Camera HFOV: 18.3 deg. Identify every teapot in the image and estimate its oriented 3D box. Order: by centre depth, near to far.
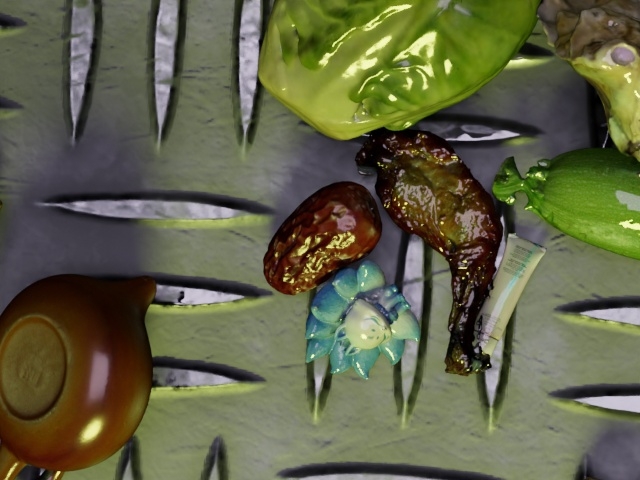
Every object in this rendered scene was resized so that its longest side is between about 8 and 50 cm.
[{"bbox_3d":[-0.223,0.140,1.805,0.178,0.135,0.252,40,110,41],"label":"teapot"}]

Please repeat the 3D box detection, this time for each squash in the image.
[{"bbox_3d":[0.342,-0.020,1.776,0.378,0.101,0.101,13,85,8],"label":"squash"}]

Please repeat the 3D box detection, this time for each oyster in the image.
[{"bbox_3d":[0.296,-0.177,1.706,0.115,0.351,0.238,-37,86,33],"label":"oyster"}]

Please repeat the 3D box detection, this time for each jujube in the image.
[{"bbox_3d":[0.000,0.000,1.810,0.129,0.077,0.077,-41,81,28],"label":"jujube"}]

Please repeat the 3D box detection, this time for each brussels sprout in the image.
[{"bbox_3d":[0.062,-0.206,1.768,0.219,0.210,0.271,45,102,0],"label":"brussels sprout"}]

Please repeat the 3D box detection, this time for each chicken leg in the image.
[{"bbox_3d":[0.115,-0.001,1.810,0.106,0.051,0.253,-21,75,2],"label":"chicken leg"}]

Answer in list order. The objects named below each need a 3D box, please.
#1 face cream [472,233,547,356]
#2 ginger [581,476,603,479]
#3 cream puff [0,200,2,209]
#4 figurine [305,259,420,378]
[{"bbox_3d":[0.168,0.050,1.822,0.038,0.020,0.115,24,86,13],"label":"face cream"},{"bbox_3d":[0.315,0.237,1.760,0.204,0.080,0.104,-20,77,5],"label":"ginger"},{"bbox_3d":[-0.408,-0.067,1.816,0.194,0.195,0.221,-15,78,3],"label":"cream puff"},{"bbox_3d":[0.029,0.077,1.803,0.114,0.079,0.114,-13,121,-22],"label":"figurine"}]
